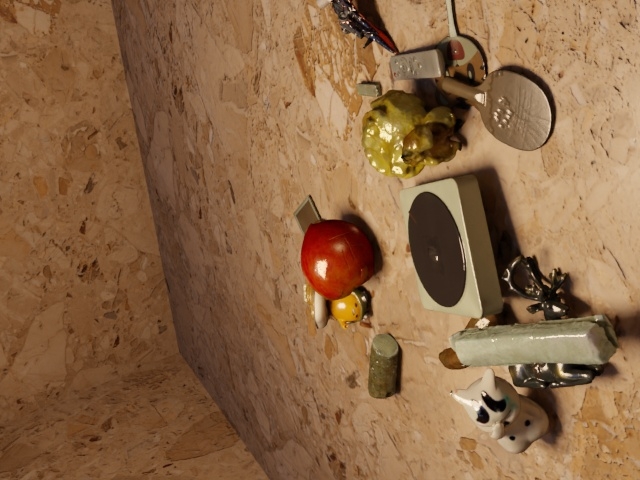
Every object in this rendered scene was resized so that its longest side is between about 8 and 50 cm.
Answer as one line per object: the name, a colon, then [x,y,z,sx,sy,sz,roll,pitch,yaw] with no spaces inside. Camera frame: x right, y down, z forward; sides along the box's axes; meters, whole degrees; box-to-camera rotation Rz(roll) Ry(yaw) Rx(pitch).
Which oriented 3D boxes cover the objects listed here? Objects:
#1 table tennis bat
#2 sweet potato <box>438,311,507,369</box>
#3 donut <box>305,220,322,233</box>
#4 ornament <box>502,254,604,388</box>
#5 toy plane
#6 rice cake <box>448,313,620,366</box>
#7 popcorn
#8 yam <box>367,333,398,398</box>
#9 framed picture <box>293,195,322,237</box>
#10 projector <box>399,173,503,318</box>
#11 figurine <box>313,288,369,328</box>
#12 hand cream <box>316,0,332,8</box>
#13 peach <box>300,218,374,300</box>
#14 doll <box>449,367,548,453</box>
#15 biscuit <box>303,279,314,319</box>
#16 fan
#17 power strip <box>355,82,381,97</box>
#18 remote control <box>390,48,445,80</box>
table tennis bat: [0.296,-0.233,1.185,0.234,0.022,0.131,37,142,41]
sweet potato: [0.310,0.211,1.436,0.075,0.075,0.273,59,156,21]
donut: [0.000,0.000,1.888,0.108,0.043,0.097,57,152,16]
ornament: [0.376,0.139,1.245,0.202,0.080,0.236,-25,89,61]
toy plane: [0.081,-0.429,1.412,0.189,0.061,0.130,53,179,16]
rice cake: [0.340,0.174,1.185,0.336,0.063,0.066,-17,99,57]
popcorn: [0.164,-0.188,1.330,0.195,0.173,0.168,35,125,43]
yam: [0.162,0.326,1.800,0.078,0.078,0.179,42,140,44]
framed picture: [-0.016,-0.021,1.963,0.183,0.011,0.142,65,154,11]
projector: [0.252,0.011,1.363,0.257,0.079,0.259,176,80,-73]
figurine: [0.060,0.146,1.874,0.250,0.141,0.166,-73,-19,-72]
hand cream: [0.055,-0.549,1.403,0.084,0.050,0.257,61,150,9]
peach: [0.038,0.037,1.711,0.197,0.197,0.197,43,144,43]
doll: [0.348,0.326,1.332,0.181,0.110,0.107,36,-161,-30]
biscuit: [-0.023,0.140,1.962,0.240,0.035,0.158,78,-169,-66]
fan: [0.238,-0.337,1.243,0.152,0.008,0.226,20,127,59]
power strip: [0.102,-0.324,1.506,0.083,0.017,0.027,26,130,55]
remote control: [0.184,-0.331,1.326,0.184,0.027,0.050,-155,50,-66]
